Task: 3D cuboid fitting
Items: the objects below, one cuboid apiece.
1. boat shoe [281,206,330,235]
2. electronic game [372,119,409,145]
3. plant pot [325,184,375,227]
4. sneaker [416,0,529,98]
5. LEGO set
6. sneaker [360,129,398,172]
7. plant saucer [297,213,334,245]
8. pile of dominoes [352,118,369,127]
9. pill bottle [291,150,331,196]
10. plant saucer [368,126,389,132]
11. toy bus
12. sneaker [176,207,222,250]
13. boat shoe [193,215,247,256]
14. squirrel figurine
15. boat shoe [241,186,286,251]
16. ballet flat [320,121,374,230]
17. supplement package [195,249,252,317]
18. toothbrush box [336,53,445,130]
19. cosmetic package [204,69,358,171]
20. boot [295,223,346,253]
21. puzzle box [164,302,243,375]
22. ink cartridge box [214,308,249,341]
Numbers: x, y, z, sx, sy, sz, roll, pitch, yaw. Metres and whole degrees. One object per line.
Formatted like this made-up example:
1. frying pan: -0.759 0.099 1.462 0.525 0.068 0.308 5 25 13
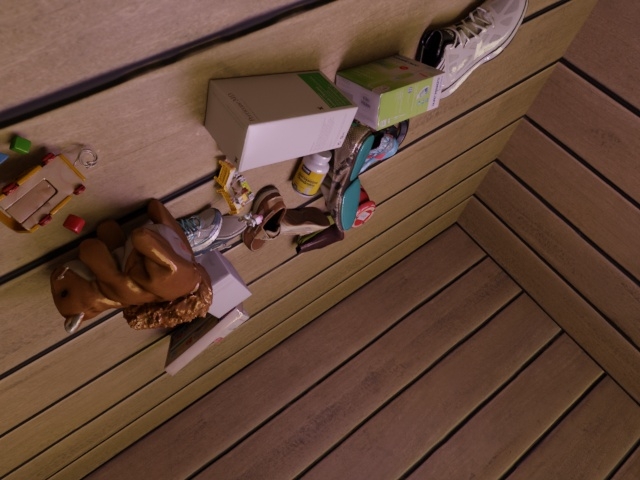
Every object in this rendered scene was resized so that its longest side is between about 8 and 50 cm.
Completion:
1. boat shoe: -0.079 -0.074 1.786 0.302 0.109 0.098 -7 151 -50
2. electronic game: 0.283 -0.444 1.705 0.229 0.048 0.229 -28 148 -19
3. plant pot: 0.143 -0.162 1.871 0.191 0.174 0.191 -31 158 -14
4. sneaker: 0.512 -0.704 1.399 0.447 0.169 0.257 -47 159 26
5. LEGO set: -0.253 -0.188 1.284 0.107 0.132 0.287 -44 141 -37
6. sneaker: 0.168 -0.358 1.603 0.261 0.104 0.125 -26 147 24
7. plant saucer: -0.023 -0.050 2.002 0.241 0.037 0.241 -33 158 -15
8. pile of dominoes: 0.149 -0.475 1.444 0.196 0.040 0.251 -36 159 -8
9. pill bottle: -0.030 -0.257 1.498 0.103 0.103 0.184 -18 150 -42
10. plant saucer: 0.249 -0.480 1.532 0.168 0.029 0.168 -37 151 -25
11. toy bus: -0.603 -0.110 0.869 0.104 0.191 0.202 -1 180 33
12. sneaker: -0.445 -0.015 1.310 0.283 0.110 0.122 -39 150 -7
13. boat shoe: -0.379 -0.007 1.441 0.254 0.095 0.079 -29 155 -20
14. squirrel figurine: -0.528 0.139 1.147 0.370 0.281 0.397 -31 123 -1
15. boat shoe: -0.216 -0.057 1.568 0.122 0.120 0.324 -22 152 -36
16. ballet flat: 0.081 -0.252 1.579 0.164 0.182 0.483 -45 156 -36
17. supplement package: -0.421 0.161 1.591 0.175 0.177 0.293 -36 158 -7
18. toothbrush box: 0.218 -0.480 1.293 0.283 0.206 0.122 -26 139 -27
19. cosmetic package: -0.104 -0.335 1.107 0.365 0.197 0.155 -23 153 -37
20. boot: 0.000 0.000 1.905 0.206 0.090 0.248 -25 175 -21
21. puzzle box: -0.518 0.386 1.816 0.409 0.052 0.272 -40 -157 1
22. ink cartridge box: -0.496 0.418 2.088 0.217 0.092 0.158 -36 158 -3
